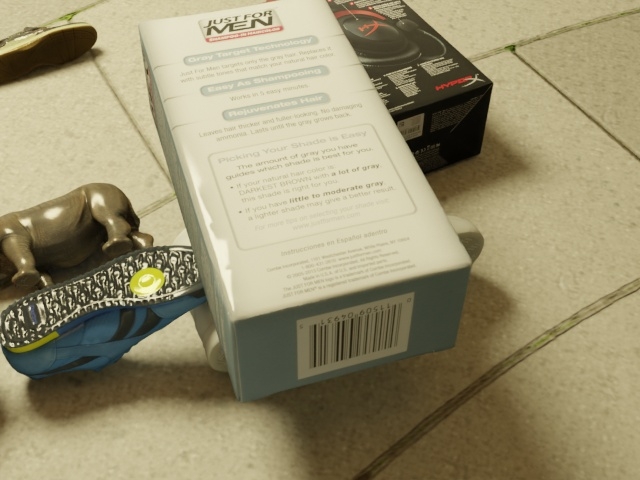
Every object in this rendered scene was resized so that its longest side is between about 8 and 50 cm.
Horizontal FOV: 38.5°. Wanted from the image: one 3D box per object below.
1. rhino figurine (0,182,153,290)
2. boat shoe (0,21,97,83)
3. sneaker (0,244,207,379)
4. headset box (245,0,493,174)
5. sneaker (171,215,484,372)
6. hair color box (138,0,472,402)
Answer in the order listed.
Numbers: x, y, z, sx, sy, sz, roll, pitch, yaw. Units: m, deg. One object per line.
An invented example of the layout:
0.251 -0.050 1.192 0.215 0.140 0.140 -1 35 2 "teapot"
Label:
-0.289 0.011 0.902 0.243 0.073 0.106 -19 53 -17 "rhino figurine"
-0.361 -0.249 1.161 0.152 0.056 0.049 -24 56 -22 "boat shoe"
-0.182 0.069 0.826 0.209 0.082 0.069 -20 47 -3 "sneaker"
0.026 -0.193 1.079 0.218 0.110 0.293 -21 50 -20 "headset box"
0.000 0.000 0.895 0.292 0.108 0.169 -19 52 -17 "sneaker"
-0.032 -0.060 0.804 0.185 0.114 0.374 -13 50 -12 "hair color box"
